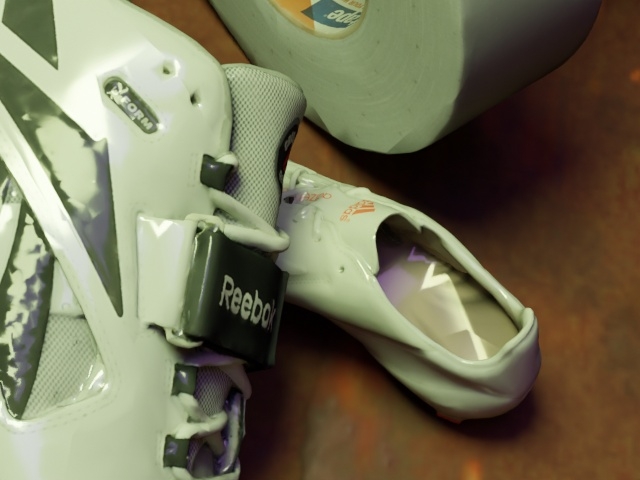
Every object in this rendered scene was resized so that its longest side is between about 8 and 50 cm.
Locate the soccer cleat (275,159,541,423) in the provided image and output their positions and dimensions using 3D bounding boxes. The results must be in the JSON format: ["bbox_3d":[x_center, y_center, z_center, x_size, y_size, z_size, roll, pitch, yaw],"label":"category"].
[{"bbox_3d":[0.000,0.000,0.639,0.196,0.076,0.068,30,62,10],"label":"soccer cleat"}]

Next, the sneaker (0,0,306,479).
[{"bbox_3d":[-0.062,0.009,0.562,0.146,0.122,0.331,-22,81,3],"label":"sneaker"}]

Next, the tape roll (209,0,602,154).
[{"bbox_3d":[0.010,-0.144,0.637,0.072,0.219,0.219,-32,70,-22],"label":"tape roll"}]
